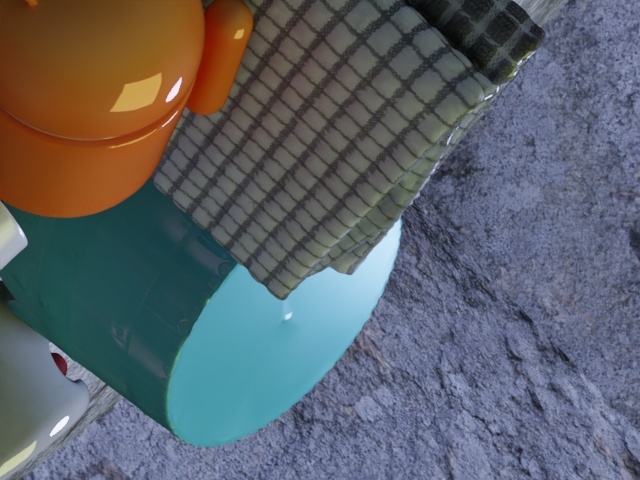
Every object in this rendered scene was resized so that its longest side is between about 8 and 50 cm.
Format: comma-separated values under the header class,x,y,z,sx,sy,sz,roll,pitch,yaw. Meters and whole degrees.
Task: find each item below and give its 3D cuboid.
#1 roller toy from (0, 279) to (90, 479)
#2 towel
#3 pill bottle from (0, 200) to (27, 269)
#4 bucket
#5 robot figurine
class,x,y,z,sx,sy,sz,roll,pitch,yaw
roller toy,-0.293,0.126,1.396,0.191,0.146,0.209,-33,-176,33
towel,-0.020,-0.111,1.044,0.121,0.235,0.283,-47,178,-32
pill bottle,-0.268,0.035,1.008,0.193,0.108,0.108,-42,175,-14
bucket,-0.083,0.006,1.311,0.281,0.183,0.281,-38,151,-25
robot figurine,-0.129,-0.092,0.922,0.128,0.158,0.219,-66,-175,-24
